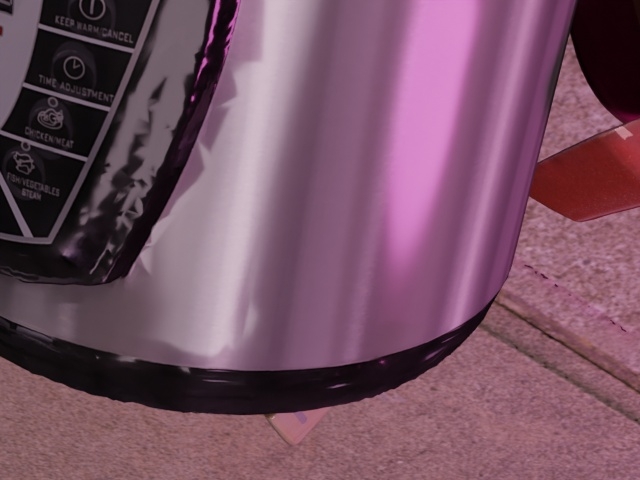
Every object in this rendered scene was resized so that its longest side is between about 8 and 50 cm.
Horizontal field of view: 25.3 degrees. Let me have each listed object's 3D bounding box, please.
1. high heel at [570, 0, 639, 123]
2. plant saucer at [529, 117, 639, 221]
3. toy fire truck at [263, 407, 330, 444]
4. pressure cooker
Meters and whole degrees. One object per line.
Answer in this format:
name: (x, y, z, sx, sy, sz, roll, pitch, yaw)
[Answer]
high heel: (0.229, -0.183, 0.918, 0.377, 0.127, 0.181, 31, 142, -27)
plant saucer: (0.257, -0.070, 0.825, 0.258, 0.047, 0.259, -20, 179, -4)
toy fire truck: (0.000, 0.000, 1.057, 0.158, 0.246, 0.217, -30, 131, 31)
pressure cooker: (-0.046, -0.172, 0.738, 0.370, 0.375, 0.420, 1, 121, -17)
